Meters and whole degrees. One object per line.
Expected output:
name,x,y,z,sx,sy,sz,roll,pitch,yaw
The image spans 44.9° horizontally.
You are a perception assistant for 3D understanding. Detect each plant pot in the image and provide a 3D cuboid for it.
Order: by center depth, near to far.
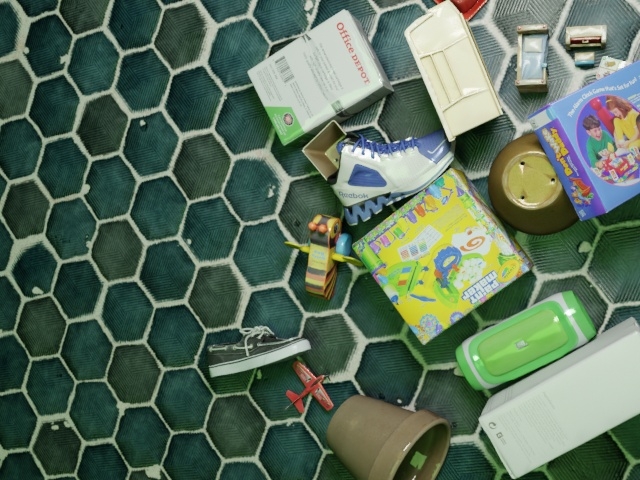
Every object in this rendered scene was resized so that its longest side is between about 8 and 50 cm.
plant pot,0.464,-0.127,1.658,0.237,0.254,0.237,1,92,19
plant pot,0.143,0.479,1.821,0.229,0.263,0.263,29,102,34
plant pot,0.042,-0.214,1.884,0.109,0.096,0.109,-42,79,17

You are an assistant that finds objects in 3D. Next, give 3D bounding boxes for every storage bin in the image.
storage bin,0.292,-0.370,1.679,0.123,0.262,0.261,-22,97,17

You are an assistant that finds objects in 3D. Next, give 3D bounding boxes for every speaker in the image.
speaker,0.459,0.228,1.744,0.296,0.131,0.131,-31,82,18

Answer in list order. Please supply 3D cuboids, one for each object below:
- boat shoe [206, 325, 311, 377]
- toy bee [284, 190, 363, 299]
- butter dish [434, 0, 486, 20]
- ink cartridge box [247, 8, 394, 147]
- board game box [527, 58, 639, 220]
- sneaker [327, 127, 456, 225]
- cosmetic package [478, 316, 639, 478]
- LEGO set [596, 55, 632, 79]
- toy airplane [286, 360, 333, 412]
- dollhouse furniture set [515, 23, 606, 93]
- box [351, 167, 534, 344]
boat shoe,-0.164,0.272,1.975,0.306,0.113,0.105,-19,80,35
toy bee,0.000,0.000,1.877,0.195,0.162,0.299,-8,90,21
butter dish,0.317,-0.607,1.758,0.160,0.118,0.160,46,105,11
ink cartridge box,0.003,-0.386,1.876,0.289,0.121,0.211,-27,83,19
board game box,0.611,-0.219,1.544,0.347,0.078,0.233,-26,89,-22
sneaker,0.135,-0.179,1.743,0.315,0.127,0.182,-32,109,24
cosmetic package,0.552,0.333,1.671,0.385,0.217,0.156,-34,82,20
LEGO set,0.710,-0.284,1.686,0.244,0.060,0.183,19,111,19
toy airplane,-0.032,0.385,1.974,0.151,0.028,0.151,1,92,21
dollhouse furniture set,0.525,-0.398,1.689,0.183,0.129,0.130,1,93,19
box,0.282,0.035,1.769,0.290,0.177,0.279,-38,80,16
